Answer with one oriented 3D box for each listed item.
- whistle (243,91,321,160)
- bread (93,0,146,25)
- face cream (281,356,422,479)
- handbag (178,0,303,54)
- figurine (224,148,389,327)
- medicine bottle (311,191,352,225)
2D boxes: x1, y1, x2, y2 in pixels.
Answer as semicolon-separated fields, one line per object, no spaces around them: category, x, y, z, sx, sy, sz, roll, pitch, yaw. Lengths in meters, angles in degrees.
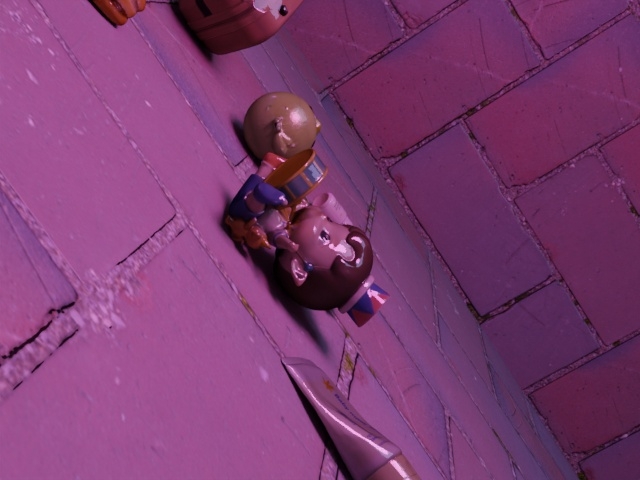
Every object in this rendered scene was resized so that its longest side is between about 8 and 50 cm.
whistle;-0.059;-0.205;1.606;0.141;0.141;0.294;58;12;2
bread;-0.311;-0.406;1.273;0.116;0.077;0.200;58;10;-41
face cream;0.036;0.236;1.099;0.224;0.070;0.114;53;10;20
handbag;-0.151;-0.494;1.688;0.149;0.283;0.302;50;53;-27
figurine;-0.008;0.004;1.238;0.275;0.158;0.161;52;23;-23
medicine bottle;0.024;-0.052;1.741;0.089;0.052;0.052;50;15;-32
